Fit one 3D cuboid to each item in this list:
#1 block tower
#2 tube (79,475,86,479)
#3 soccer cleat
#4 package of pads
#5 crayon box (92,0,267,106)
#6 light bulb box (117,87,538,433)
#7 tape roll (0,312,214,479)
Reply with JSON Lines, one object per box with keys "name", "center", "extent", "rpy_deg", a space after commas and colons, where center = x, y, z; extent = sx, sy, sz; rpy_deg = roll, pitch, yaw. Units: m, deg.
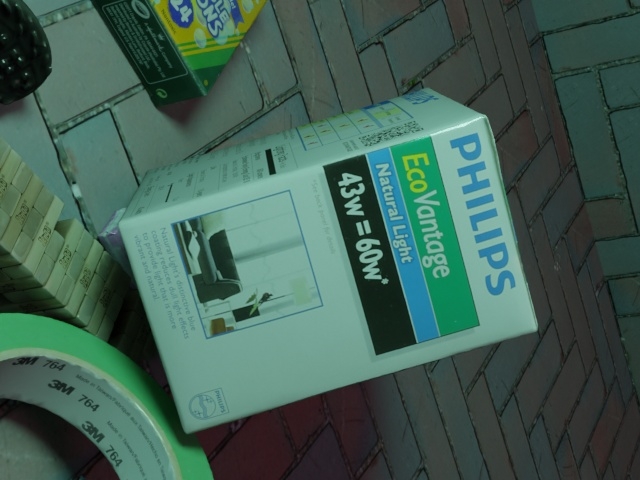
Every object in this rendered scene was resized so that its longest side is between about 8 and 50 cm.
{"name": "block tower", "center": [-0.287, 0.016, 1.119], "extent": [0.335, 0.097, 0.091], "rpy_deg": [52, 40, -39]}
{"name": "tube", "center": [-0.212, 0.349, 1.208], "extent": [0.207, 0.052, 0.080], "rpy_deg": [58, 26, -25]}
{"name": "soccer cleat", "center": [-0.365, -0.238, 1.053], "extent": [0.116, 0.109, 0.318], "rpy_deg": [52, 5, 32]}
{"name": "package of pads", "center": [-0.217, 0.009, 1.302], "extent": [0.083, 0.032, 0.050], "rpy_deg": [63, 35, -29]}
{"name": "crayon box", "center": [-0.164, -0.348, 1.446], "extent": [0.203, 0.083, 0.323], "rpy_deg": [60, 35, -32]}
{"name": "light bulb box", "center": [0.000, 0.000, 1.228], "extent": [0.358, 0.361, 0.225], "rpy_deg": [-108, -178, -77]}
{"name": "tape roll", "center": [-0.239, 0.214, 1.011], "extent": [0.321, 0.077, 0.321], "rpy_deg": [34, 30, -23]}
